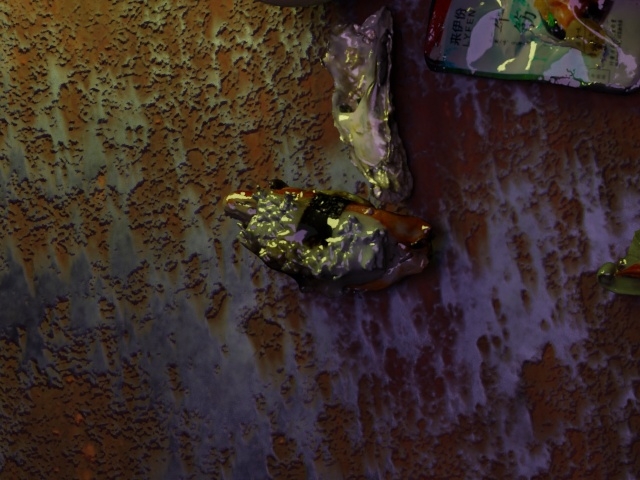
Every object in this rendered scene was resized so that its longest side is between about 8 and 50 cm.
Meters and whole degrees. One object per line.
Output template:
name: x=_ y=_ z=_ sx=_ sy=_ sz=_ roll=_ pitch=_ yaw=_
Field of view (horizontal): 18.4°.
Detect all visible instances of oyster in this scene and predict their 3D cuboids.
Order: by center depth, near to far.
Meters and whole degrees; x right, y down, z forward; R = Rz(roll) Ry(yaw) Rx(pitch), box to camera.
oyster: x=0.049 y=-0.134 z=1.946 sx=0.106 sy=0.061 sz=0.200 roll=2 pitch=83 yaw=43

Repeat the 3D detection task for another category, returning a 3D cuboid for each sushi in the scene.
sushi: x=-0.002 y=0.002 z=1.922 sx=0.226 sy=0.103 sz=0.097 roll=16 pitch=108 yaw=27

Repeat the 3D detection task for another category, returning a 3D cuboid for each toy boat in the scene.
toy boat: x=0.335 y=0.023 z=1.777 sx=0.185 sy=0.071 sz=0.089 roll=5 pitch=45 yaw=25

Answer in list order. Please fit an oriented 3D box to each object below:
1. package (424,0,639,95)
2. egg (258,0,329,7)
package: x=0.209 y=-0.227 z=1.879 sx=0.232 sy=0.040 sz=0.166 roll=13 pitch=91 yaw=27
egg: x=-0.009 y=-0.321 z=1.926 sx=0.271 sy=0.162 sz=0.206 roll=-44 pitch=31 yaw=-20
